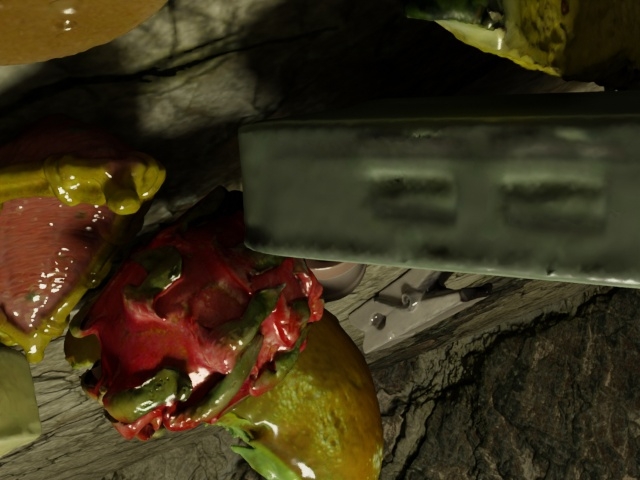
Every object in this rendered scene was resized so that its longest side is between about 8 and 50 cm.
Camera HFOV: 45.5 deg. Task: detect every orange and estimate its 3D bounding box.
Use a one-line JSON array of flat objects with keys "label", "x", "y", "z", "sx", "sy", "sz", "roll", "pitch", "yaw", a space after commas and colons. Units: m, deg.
[{"label": "orange", "x": -0.072, "y": 0.132, "z": 0.756, "sx": 0.196, "sy": 0.334, "sz": 0.262, "roll": -51, "pitch": -173, "yaw": 2}]

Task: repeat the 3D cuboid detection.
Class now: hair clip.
[{"label": "hair clip", "x": 0.158, "y": 0.105, "z": 1.304, "sx": 0.085, "sy": 0.101, "sz": 0.331, "roll": -15, "pitch": 165, "yaw": -35}]

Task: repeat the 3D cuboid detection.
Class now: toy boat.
[{"label": "toy boat", "x": -0.186, "y": 0.000, "z": 0.520, "sx": 0.141, "sy": 0.099, "sz": 0.318, "roll": -7, "pitch": 161, "yaw": -32}]

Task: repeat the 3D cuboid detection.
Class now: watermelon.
[{"label": "watermelon", "x": 0.133, "y": -0.140, "z": 0.422, "sx": 0.123, "sy": 0.129, "sz": 0.301, "roll": -40, "pitch": 162, "yaw": 34}]

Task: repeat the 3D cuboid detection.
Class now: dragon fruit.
[{"label": "dragon fruit", "x": -0.096, "y": 0.057, "z": 0.557, "sx": 0.172, "sy": 0.166, "sz": 0.160, "roll": -39, "pitch": 135, "yaw": -25}]

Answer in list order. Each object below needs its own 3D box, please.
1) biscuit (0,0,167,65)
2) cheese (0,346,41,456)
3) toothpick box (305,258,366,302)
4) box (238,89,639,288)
[{"label": "biscuit", "x": -0.139, "y": -0.121, "z": 0.282, "sx": 0.170, "sy": 0.050, "sz": 0.170, "roll": -14, "pitch": 167, "yaw": -3}, {"label": "cheese", "x": -0.458, "y": 0.200, "z": 0.745, "sx": 0.265, "sy": 0.124, "sz": 0.242, "roll": -26, "pitch": 160, "yaw": 15}, {"label": "toothpick box", "x": 0.000, "y": 0.000, "z": 0.748, "sx": 0.098, "sy": 0.098, "sz": 0.149, "roll": -21, "pitch": 164, "yaw": -4}, {"label": "box", "x": 0.192, "y": -0.037, "z": 0.533, "sx": 0.396, "sy": 0.111, "sz": 0.396, "roll": 4, "pitch": -175, "yaw": 25}]
